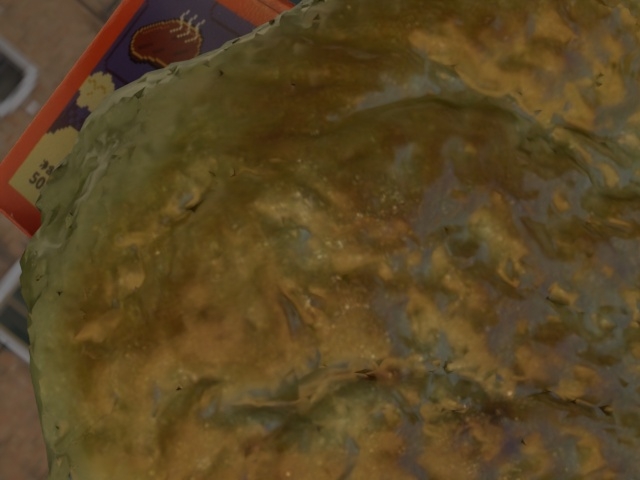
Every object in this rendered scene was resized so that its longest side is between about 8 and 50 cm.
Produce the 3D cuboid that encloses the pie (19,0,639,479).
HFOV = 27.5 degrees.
[{"bbox_3d":[0.046,0.055,0.675,0.395,0.418,0.180,-15,-174,-15],"label":"pie"}]

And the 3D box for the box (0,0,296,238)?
[{"bbox_3d":[0.000,0.000,1.004,0.349,0.318,0.257,36,-92,33],"label":"box"}]
